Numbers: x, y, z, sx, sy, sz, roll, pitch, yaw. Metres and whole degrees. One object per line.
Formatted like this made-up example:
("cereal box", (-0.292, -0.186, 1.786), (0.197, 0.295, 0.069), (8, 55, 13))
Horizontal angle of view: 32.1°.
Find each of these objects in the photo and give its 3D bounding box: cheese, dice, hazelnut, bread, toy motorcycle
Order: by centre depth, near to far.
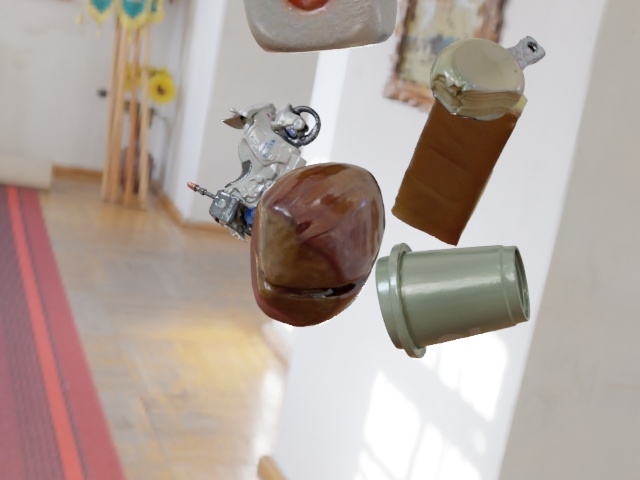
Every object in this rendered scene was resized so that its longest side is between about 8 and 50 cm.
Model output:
("cheese", (0.195, -0.184, 1.231), (0.171, 0.047, 0.092), (-10, 66, -32))
("hazelnut", (0.002, 0.002, 1.433), (0.181, 0.212, 0.181), (0, 42, -13))
("dice", (0.001, -0.364, 1.545), (0.193, 0.194, 0.192), (-3, 13, 15))
("toy motorcycle", (-0.098, -0.113, 1.648), (0.150, 0.221, 0.102), (24, -2, 20))
("bread", (0.232, -0.143, 1.886), (0.138, 0.361, 0.077), (29, 52, 8))

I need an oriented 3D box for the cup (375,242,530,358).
("cup", (0.136, 0.052, 1.119), (0.141, 0.120, 0.120), (-12, 10, 14))
